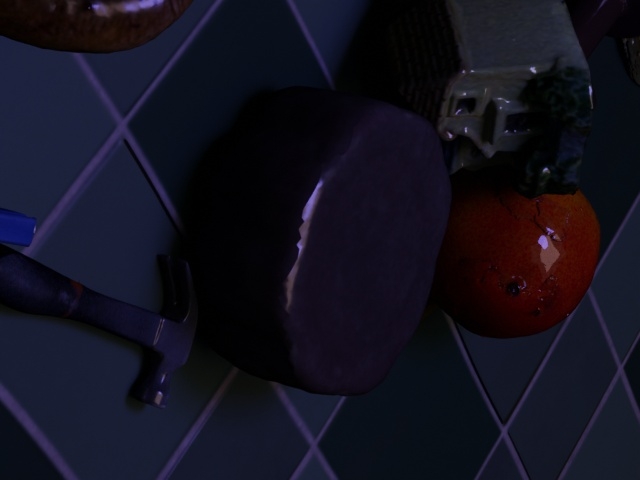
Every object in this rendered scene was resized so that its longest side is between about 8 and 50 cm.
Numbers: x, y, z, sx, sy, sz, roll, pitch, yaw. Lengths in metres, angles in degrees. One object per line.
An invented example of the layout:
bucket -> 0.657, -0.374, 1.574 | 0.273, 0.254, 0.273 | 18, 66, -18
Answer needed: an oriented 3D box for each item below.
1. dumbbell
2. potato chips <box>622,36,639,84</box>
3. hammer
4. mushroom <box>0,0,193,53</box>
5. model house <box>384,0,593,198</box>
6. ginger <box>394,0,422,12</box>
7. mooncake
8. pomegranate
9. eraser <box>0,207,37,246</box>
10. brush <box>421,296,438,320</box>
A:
dumbbell -> 0.302, -0.243, 2.185 | 0.225, 0.124, 0.140 | -53, 139, -30
potato chips -> 0.426, -0.285, 2.428 | 0.142, 0.026, 0.209 | -42, 132, -42
hammer -> -0.206, 0.054, 1.660 | 0.290, 0.037, 0.137 | 30, 77, -54
mushroom -> -0.206, -0.282, 1.418 | 0.263, 0.195, 0.283 | -19, 103, -27
model house -> 0.161, -0.138, 1.916 | 0.214, 0.189, 0.195 | 97, -12, -51
ginger -> 0.089, -0.305, 1.891 | 0.263, 0.109, 0.116 | 34, 47, -53
mooncake -> 0.000, 0.000, 1.826 | 0.306, 0.154, 0.306 | -23, 119, -48
pomegranate -> 0.208, -0.003, 2.073 | 0.210, 0.210, 0.235 | 46, 35, -50
eraser -> -0.282, -0.017, 1.511 | 0.085, 0.063, 0.027 | 11, 91, -54
brush -> 0.135, 0.065, 2.152 | 0.218, 0.010, 0.082 | -36, 128, -41
